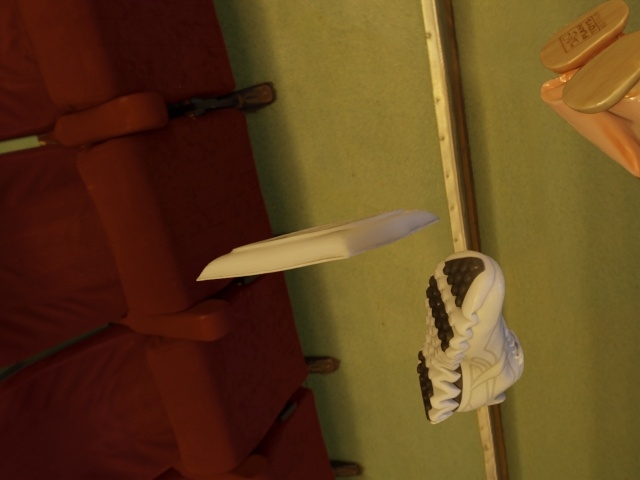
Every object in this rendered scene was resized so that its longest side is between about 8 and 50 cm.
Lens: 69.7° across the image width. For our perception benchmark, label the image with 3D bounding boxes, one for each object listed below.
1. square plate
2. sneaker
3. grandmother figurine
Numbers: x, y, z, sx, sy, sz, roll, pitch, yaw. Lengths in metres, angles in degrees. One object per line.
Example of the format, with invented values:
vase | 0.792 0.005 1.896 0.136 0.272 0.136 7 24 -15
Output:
square plate | 0.000 0.000 0.860 0.343 0.347 0.049 -10 94 38
sneaker | 0.187 0.119 0.553 0.118 0.110 0.292 -3 136 3
grandmother figurine | 0.352 -0.086 0.477 0.342 0.208 0.104 34 139 -29
